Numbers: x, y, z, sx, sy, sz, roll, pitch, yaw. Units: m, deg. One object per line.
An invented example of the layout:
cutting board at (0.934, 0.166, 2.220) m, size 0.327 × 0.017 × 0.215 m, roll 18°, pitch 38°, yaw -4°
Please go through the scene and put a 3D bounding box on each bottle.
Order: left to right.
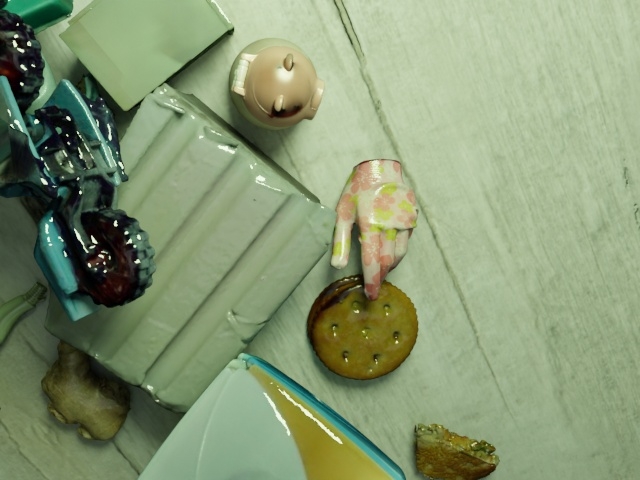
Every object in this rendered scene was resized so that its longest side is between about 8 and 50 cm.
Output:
bottle at (-0.068, -0.240, 0.870) m, size 0.147 × 0.236 × 0.148 m, roll -3°, pitch 107°, yaw -8°

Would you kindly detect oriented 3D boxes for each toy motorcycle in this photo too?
toy motorcycle at (-0.379, -0.083, 0.742) m, size 0.232 × 0.172 × 0.416 m, roll -29°, pitch 93°, yaw 26°

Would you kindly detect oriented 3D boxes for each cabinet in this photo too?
cabinet at (-0.260, -0.325, 0.864) m, size 0.206 × 0.145 × 0.150 m, roll -37°, pitch 109°, yaw 4°

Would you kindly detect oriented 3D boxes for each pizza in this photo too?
pizza at (0.277, 0.466, 1.234) m, size 0.226 × 0.069 × 0.147 m, roll 25°, pitch 123°, yaw -12°

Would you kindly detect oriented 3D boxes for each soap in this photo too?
soap at (-0.228, 0.019, 0.938) m, size 0.350 × 0.213 × 0.435 m, roll 35°, pitch 99°, yaw -16°

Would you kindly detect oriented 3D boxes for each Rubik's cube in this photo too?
Rubik's cube at (-0.085, 0.427, 0.934) m, size 0.352 × 0.351 × 0.347 m, roll 36°, pitch 79°, yaw 9°

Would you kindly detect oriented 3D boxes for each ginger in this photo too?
ginger at (-0.456, 0.284, 1.061) m, size 0.137 × 0.074 × 0.213 m, roll -32°, pitch 113°, yaw -8°

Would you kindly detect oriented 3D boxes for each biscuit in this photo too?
biscuit at (0.083, 0.173, 1.110) m, size 0.220 × 0.066 × 0.221 m, roll -2°, pitch 107°, yaw -7°

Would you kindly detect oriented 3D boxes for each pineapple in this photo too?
pineapple at (-0.385, -0.231, 0.941) m, size 0.045 × 0.019 × 0.083 m, roll -39°, pitch 108°, yaw -2°

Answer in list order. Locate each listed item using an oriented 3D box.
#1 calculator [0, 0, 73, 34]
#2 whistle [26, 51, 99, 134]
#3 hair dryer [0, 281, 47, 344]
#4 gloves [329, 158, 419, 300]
calculator at (-0.491, -0.396, 0.785) m, size 0.248 × 0.058 × 0.274 m, roll -18°, pitch 85°, yaw 10°
whistle at (-0.432, -0.181, 0.862) m, size 0.186 × 0.093 × 0.274 m, roll -7°, pitch 137°, yaw -15°
hair dryer at (-0.681, 0.166, 0.993) m, size 0.295 × 0.119 × 0.299 m, roll 23°, pitch 87°, yaw -11°
gloves at (0.102, -0.017, 1.007) m, size 0.145 × 0.126 × 0.242 m, roll 5°, pitch 75°, yaw -36°
